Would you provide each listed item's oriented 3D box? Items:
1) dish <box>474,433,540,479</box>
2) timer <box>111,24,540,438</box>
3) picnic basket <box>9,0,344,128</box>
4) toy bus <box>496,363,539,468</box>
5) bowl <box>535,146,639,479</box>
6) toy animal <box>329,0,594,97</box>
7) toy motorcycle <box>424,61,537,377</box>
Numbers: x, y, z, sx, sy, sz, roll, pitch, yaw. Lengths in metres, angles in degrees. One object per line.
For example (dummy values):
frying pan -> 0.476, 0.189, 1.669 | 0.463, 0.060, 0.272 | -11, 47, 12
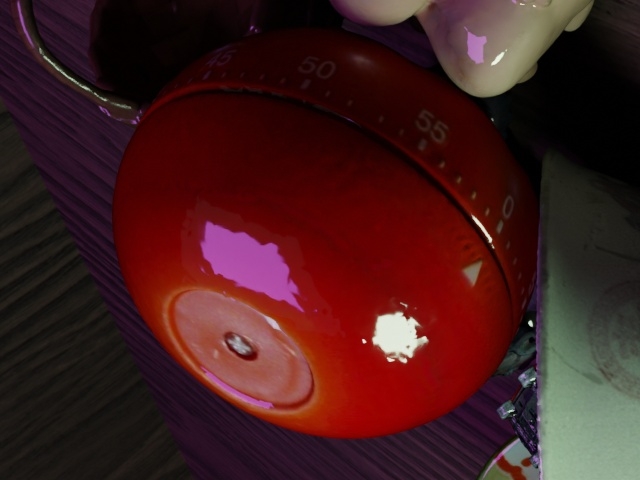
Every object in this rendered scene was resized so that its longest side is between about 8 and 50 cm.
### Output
dish -> 0.294, 0.374, 2.214 | 0.124, 0.324, 0.324 | 18, -178, -32
timer -> 0.000, 0.000, 1.682 | 0.378, 0.279, 0.378 | 23, 147, 16
picnic basket -> -0.166, -0.260, 1.933 | 0.337, 0.293, 0.337 | 20, -177, -1
toy bus -> 0.264, 0.179, 2.131 | 0.081, 0.089, 0.195 | 56, 162, 16
bowl -> 0.296, 0.132, 1.703 | 0.196, 0.435, 0.435 | 0, 144, 9
toy animal -> 0.110, -0.232, 1.570 | 0.221, 0.210, 0.229 | 41, -178, 37
toy motorcycle -> 0.122, 0.015, 1.951 | 0.172, 0.232, 0.416 | 50, 165, 45
